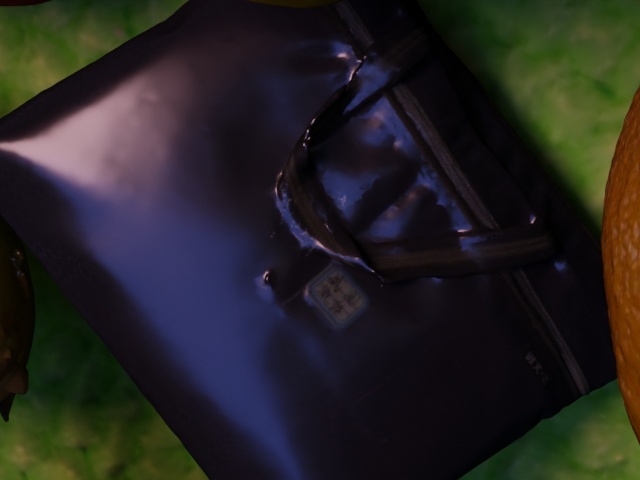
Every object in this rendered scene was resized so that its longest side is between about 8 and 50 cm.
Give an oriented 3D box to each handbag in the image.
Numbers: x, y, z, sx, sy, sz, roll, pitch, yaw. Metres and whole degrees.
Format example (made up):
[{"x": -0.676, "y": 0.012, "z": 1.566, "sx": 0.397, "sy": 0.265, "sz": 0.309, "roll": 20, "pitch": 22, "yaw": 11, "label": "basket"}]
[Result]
[{"x": 0.000, "y": 0.000, "z": 0.537, "sx": 0.211, "sy": 0.089, "sz": 0.254, "roll": -36, "pitch": 94, "yaw": 1, "label": "handbag"}]

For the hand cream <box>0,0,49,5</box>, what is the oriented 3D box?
[{"x": -0.170, "y": -0.189, "z": 0.507, "sx": 0.125, "sy": 0.193, "sz": 0.193, "roll": 6, "pitch": 110, "yaw": 23, "label": "hand cream"}]

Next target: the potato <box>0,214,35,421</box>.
[{"x": -0.246, "y": -0.016, "z": 0.600, "sx": 0.300, "sy": 0.140, "sz": 0.173, "roll": 40, "pitch": 120, "yaw": 29, "label": "potato"}]

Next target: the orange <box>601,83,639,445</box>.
[{"x": 0.209, "y": 0.006, "z": 0.383, "sx": 0.264, "sy": 0.264, "sz": 0.264, "roll": 7, "pitch": 110, "yaw": 21, "label": "orange"}]

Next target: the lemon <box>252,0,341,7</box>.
[{"x": -0.003, "y": -0.192, "z": 0.416, "sx": 0.240, "sy": 0.240, "sz": 0.219, "roll": 0, "pitch": 133, "yaw": 23, "label": "lemon"}]
